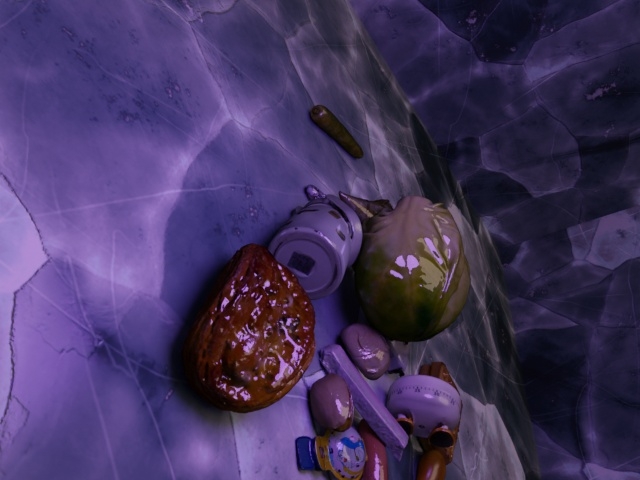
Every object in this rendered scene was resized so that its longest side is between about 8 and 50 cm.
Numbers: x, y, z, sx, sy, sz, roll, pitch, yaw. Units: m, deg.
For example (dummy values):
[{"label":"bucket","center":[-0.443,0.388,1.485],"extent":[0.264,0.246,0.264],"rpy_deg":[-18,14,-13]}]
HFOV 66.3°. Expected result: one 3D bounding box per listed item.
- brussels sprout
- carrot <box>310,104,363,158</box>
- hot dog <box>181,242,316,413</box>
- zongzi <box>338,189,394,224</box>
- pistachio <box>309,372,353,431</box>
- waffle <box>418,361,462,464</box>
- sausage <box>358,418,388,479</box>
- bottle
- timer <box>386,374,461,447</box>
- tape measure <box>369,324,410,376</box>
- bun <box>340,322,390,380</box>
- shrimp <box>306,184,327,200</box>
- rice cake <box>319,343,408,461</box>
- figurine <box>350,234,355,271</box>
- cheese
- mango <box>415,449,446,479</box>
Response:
[{"label":"brussels sprout","center":[0.270,0.120,1.469],"extent":[0.361,0.343,0.425],"rpy_deg":[-76,146,-48]},{"label":"carrot","center":[0.079,-0.417,1.928],"extent":[0.358,0.074,0.074],"rpy_deg":[32,45,-49]},{"label":"hot dog","center":[-0.135,0.171,1.050],"extent":[0.267,0.174,0.387],"rpy_deg":[52,33,-23]},{"label":"zongzi","center":[0.174,-0.128,1.844],"extent":[0.274,0.125,0.251],"rpy_deg":[52,33,-17]},{"label":"pistachio","center":[0.031,0.411,1.235],"extent":[0.113,0.113,0.149],"rpy_deg":[32,17,-47]},{"label":"waffle","center":[0.425,0.622,1.790],"extent":[0.224,0.098,0.327],"rpy_deg":[60,32,-13]},{"label":"sausage","center":[0.139,0.636,1.296],"extent":[0.079,0.087,0.326],"rpy_deg":[32,43,-30]},{"label":"bottle","center":[0.000,0.000,1.372],"extent":[0.229,0.229,0.351],"rpy_deg":[60,22,-15]},{"label":"timer","center":[0.328,0.509,1.557],"extent":[0.233,0.233,0.240],"rpy_deg":[52,35,-27]},{"label":"tape measure","center":[0.244,0.331,1.664],"extent":[0.178,0.105,0.196],"rpy_deg":[54,33,-24]},{"label":"bun","center":[0.140,0.316,1.433],"extent":[0.173,0.113,0.166],"rpy_deg":[56,-2,16]},{"label":"shrimp","center":[0.009,-0.120,1.620],"extent":[0.165,0.057,0.065],"rpy_deg":[49,17,-14]},{"label":"rice cake","center":[0.123,0.436,1.344],"extent":[0.365,0.056,0.073],"rpy_deg":[52,23,6]},{"label":"figurine","center":[0.130,0.036,1.703],"extent":[0.176,0.121,0.122],"rpy_deg":[-71,161,-63]},{"label":"cheese","center":[0.036,0.527,1.217],"extent":[0.250,0.064,0.156],"rpy_deg":[17,48,-42]},{"label":"mango","center":[0.354,0.761,1.584],"extent":[0.102,0.085,0.184],"rpy_deg":[61,35,-12]}]
